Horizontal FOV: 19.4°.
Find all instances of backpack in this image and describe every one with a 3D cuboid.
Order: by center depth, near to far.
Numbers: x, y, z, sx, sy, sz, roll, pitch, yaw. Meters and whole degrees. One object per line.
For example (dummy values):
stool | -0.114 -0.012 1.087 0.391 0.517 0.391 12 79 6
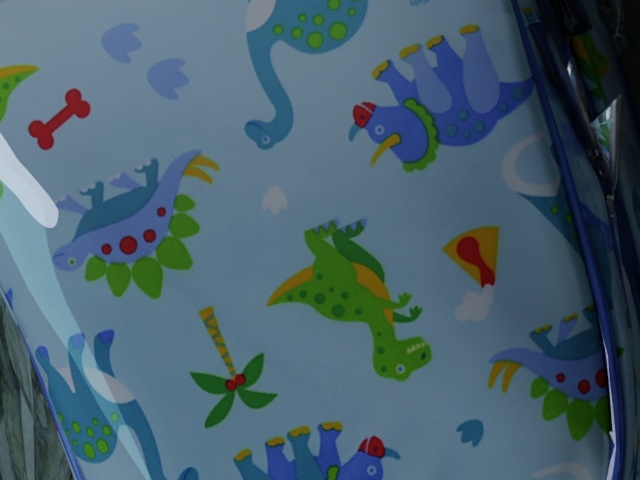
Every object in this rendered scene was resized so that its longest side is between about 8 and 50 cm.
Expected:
backpack | 0.000 0.000 0.717 0.273 0.290 0.355 -92 -17 -74
